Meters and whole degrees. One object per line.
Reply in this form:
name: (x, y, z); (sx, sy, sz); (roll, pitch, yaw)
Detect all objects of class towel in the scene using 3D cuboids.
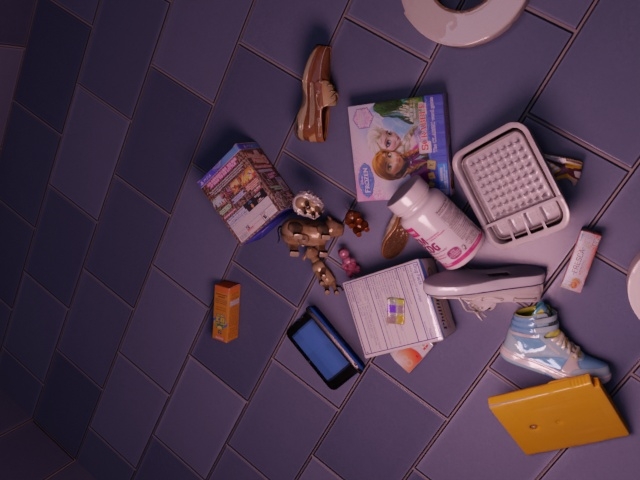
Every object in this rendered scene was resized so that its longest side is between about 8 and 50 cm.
towel: (0.237, 0.224, 1.803); (0.060, 0.009, 0.083); (4, 94, 30)

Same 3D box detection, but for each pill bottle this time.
pill bottle: (0.349, -0.057, 1.748); (0.283, 0.160, 0.160); (43, 117, -9)

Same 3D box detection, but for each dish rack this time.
dish rack: (0.563, -0.160, 1.674); (0.285, 0.072, 0.333); (-29, 88, 53)

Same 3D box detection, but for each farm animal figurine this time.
farm animal figurine: (0.000, 0.000, 1.964); (0.327, 0.172, 0.330); (18, 115, -22)

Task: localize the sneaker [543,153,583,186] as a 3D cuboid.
sneaker: (0.657, -0.208, 1.659); (0.185, 0.069, 0.084); (16, 102, 23)

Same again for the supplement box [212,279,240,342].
supplement box: (-0.374, 0.282, 2.268); (0.078, 0.080, 0.233); (12, 108, 26)

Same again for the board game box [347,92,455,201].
board game box: (0.258, -0.293, 1.838); (0.318, 0.066, 0.319); (-3, 100, 27)

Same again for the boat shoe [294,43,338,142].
boat shoe: (0.004, -0.481, 1.903); (0.120, 0.122, 0.324); (19, 117, 16)

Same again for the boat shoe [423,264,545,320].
boat shoe: (0.497, 0.171, 1.745); (0.367, 0.136, 0.156); (-6, 109, -4)

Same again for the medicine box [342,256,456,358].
medicine box: (0.258, 0.219, 1.882); (0.289, 0.149, 0.263); (-20, 82, 28)

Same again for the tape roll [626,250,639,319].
tape roll: (0.992, 0.127, 1.550); (0.286, 0.100, 0.286); (6, 103, 25)

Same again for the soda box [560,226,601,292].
soda box: (0.761, 0.056, 1.669); (0.058, 0.063, 0.183); (20, 109, 22)

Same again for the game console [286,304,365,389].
game console: (0.005, 0.397, 2.060); (0.173, 0.250, 0.293); (-41, 81, 0)

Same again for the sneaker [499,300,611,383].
sneaker: (0.714, 0.299, 1.711); (0.319, 0.127, 0.208); (13, 108, 22)

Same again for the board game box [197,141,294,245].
board game box: (-0.261, -0.171, 2.077); (0.232, 0.141, 0.291); (-38, 83, 27)

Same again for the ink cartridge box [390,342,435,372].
ink cartridge box: (0.286, 0.346, 1.977); (0.179, 0.045, 0.145); (39, 114, 11)

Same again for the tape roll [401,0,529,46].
tape roll: (0.420, -0.762, 1.655); (0.392, 0.072, 0.392); (6, 103, 24)

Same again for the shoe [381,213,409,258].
shoe: (0.260, -0.037, 1.905); (0.076, 0.058, 0.219); (16, 115, -10)

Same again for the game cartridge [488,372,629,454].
game cartridge: (0.719, 0.530, 1.730); (0.323, 0.053, 0.285); (-24, 121, 27)
